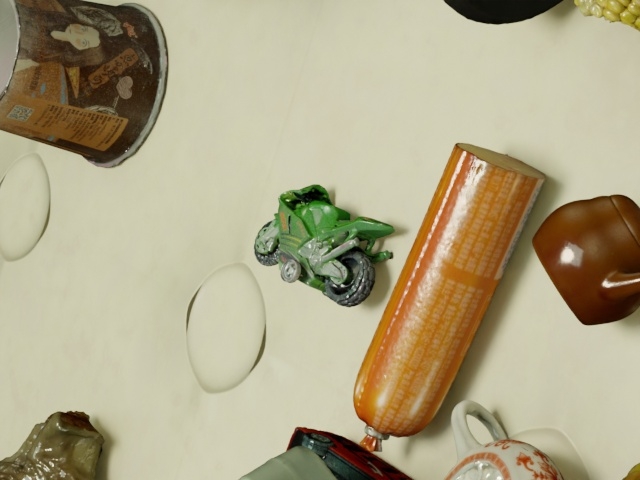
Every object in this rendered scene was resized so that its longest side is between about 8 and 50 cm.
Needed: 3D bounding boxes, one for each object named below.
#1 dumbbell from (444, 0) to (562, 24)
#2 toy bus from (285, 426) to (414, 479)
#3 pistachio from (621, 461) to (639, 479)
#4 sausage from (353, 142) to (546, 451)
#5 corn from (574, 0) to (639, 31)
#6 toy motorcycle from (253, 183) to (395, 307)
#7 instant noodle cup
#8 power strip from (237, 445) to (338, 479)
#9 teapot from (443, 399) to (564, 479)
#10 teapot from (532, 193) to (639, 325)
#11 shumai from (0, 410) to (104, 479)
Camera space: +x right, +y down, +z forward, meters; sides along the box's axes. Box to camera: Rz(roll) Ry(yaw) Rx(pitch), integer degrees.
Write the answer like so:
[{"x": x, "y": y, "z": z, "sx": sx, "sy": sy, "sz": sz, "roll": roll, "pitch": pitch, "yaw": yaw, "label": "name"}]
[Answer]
[{"x": 0.120, "y": -0.366, "z": 1.535, "sx": 0.203, "sy": 0.204, "sz": 0.322, "roll": -58, "pitch": 46, "yaw": 23, "label": "dumbbell"}, {"x": 0.043, "y": 0.250, "z": 1.571, "sx": 0.195, "sy": 0.089, "sz": 0.081, "roll": 26, "pitch": 102, "yaw": 49, "label": "toy bus"}, {"x": 0.263, "y": 0.261, "z": 1.349, "sx": 0.089, "sy": 0.049, "sz": 0.173, "roll": 11, "pitch": 90, "yaw": 49, "label": "pistachio"}, {"x": 0.109, "y": 0.063, "z": 1.539, "sx": 0.093, "sy": 0.093, "sz": 0.312, "roll": 38, "pitch": 111, "yaw": 46, "label": "sausage"}, {"x": 0.311, "y": -0.285, "z": 1.383, "sx": 0.244, "sy": 0.093, "sz": 0.093, "roll": -58, "pitch": 45, "yaw": 23, "label": "corn"}, {"x": 0.000, "y": 0.000, "z": 1.700, "sx": 0.190, "sy": 0.074, "sz": 0.106, "roll": 26, "pitch": 92, "yaw": 48, "label": "toy motorcycle"}, {"x": -0.333, "y": -0.212, "z": 2.016, "sx": 0.217, "sy": 0.207, "sz": 0.217, "roll": -11, "pitch": 74, "yaw": 46, "label": "instant noodle cup"}, {"x": -0.021, "y": 0.350, "z": 1.502, "sx": 0.229, "sy": 0.141, "sz": 0.261, "roll": 52, "pitch": 148, "yaw": 21, "label": "power strip"}, {"x": 0.153, "y": 0.245, "z": 1.430, "sx": 0.245, "sy": 0.116, "sz": 0.159, "roll": -100, "pitch": 32, "yaw": -47, "label": "teapot"}, {"x": 0.247, "y": 0.006, "z": 1.393, "sx": 0.116, "sy": 0.116, "sz": 0.173, "roll": -60, "pitch": 17, "yaw": 21, "label": "teapot"}, {"x": -0.314, "y": 0.294, "z": 1.946, "sx": 0.206, "sy": 0.166, "sz": 0.175, "roll": 30, "pitch": 82, "yaw": 47, "label": "shumai"}]
